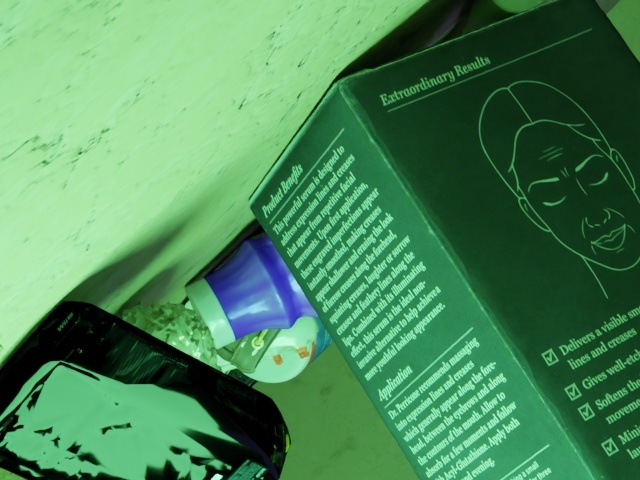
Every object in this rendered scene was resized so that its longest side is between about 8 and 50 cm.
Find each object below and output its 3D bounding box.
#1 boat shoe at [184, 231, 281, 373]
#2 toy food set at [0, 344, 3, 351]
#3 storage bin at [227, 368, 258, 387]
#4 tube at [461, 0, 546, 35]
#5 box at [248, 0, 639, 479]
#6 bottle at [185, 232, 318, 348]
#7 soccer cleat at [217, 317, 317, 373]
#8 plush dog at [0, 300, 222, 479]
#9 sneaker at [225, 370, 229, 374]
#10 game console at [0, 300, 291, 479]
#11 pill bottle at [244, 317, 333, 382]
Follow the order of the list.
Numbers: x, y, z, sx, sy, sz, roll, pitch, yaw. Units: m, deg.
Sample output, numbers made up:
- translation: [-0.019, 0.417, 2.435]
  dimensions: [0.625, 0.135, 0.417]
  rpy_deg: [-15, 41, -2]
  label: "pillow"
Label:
- translation: [0.000, 0.000, 1.821]
  dimensions: [0.324, 0.097, 0.116]
  rpy_deg: [-44, 174, -24]
  label: "boat shoe"
- translation: [-0.255, 0.137, 1.062]
  dimensions: [0.192, 0.038, 0.132]
  rpy_deg: [-45, 176, -5]
  label: "toy food set"
- translation: [-0.119, 0.155, 2.252]
  dimensions: [0.180, 0.084, 0.122]
  rpy_deg: [-42, 174, -32]
  label: "storage bin"
- translation: [0.171, -0.224, 1.665]
  dimensions: [0.240, 0.070, 0.062]
  rpy_deg: [15, 81, -88]
  label: "tube"
- translation: [0.182, 0.032, 1.506]
  dimensions: [0.293, 0.395, 0.212]
  rpy_deg: [-23, 165, -34]
  label: "box"
- translation: [0.012, 0.010, 1.698]
  dimensions: [0.283, 0.118, 0.092]
  rpy_deg: [-28, -153, -8]
  label: "bottle"
- translation: [-0.101, 0.102, 1.859]
  dimensions: [0.196, 0.076, 0.068]
  rpy_deg: [-14, 165, -4]
  label: "soccer cleat"
- translation: [-0.166, 0.201, 1.412]
  dimensions: [0.225, 0.210, 0.262]
  rpy_deg: [-4, 119, -38]
  label: "plush dog"
- translation: [-0.097, 0.091, 1.947]
  dimensions: [0.178, 0.072, 0.077]
  rpy_deg: [-46, 177, 25]
  label: "sneaker"
- translation: [-0.202, 0.209, 1.291]
  dimensions: [0.361, 0.213, 0.044]
  rpy_deg: [-46, -146, 18]
  label: "game console"
- translation: [-0.018, 0.066, 2.102]
  dimensions: [0.124, 0.124, 0.221]
  rpy_deg: [-49, 175, 37]
  label: "pill bottle"
